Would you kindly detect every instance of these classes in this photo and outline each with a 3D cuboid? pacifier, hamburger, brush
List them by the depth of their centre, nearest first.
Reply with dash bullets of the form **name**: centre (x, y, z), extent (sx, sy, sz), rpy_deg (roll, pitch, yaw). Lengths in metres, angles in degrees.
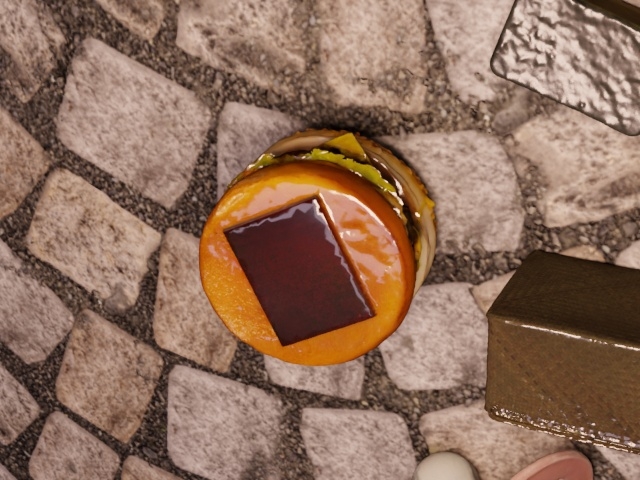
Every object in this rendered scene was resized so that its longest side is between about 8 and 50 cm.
- **brush**: centre (0.290, -0.204, 1.376), extent (0.197, 0.059, 0.123), rpy_deg (27, 123, 13)
- **hamburger**: centre (0.000, 0.000, 1.534), extent (0.291, 0.225, 0.291), rpy_deg (8, 117, 16)
- **pacifier**: centre (0.234, 0.392, 1.634), extent (0.220, 0.273, 0.332), rpy_deg (9, 121, -7)

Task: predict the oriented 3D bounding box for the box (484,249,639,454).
- **box**: centre (0.341, 0.131, 1.449), extent (0.273, 0.184, 0.143), rpy_deg (11, 121, 23)
